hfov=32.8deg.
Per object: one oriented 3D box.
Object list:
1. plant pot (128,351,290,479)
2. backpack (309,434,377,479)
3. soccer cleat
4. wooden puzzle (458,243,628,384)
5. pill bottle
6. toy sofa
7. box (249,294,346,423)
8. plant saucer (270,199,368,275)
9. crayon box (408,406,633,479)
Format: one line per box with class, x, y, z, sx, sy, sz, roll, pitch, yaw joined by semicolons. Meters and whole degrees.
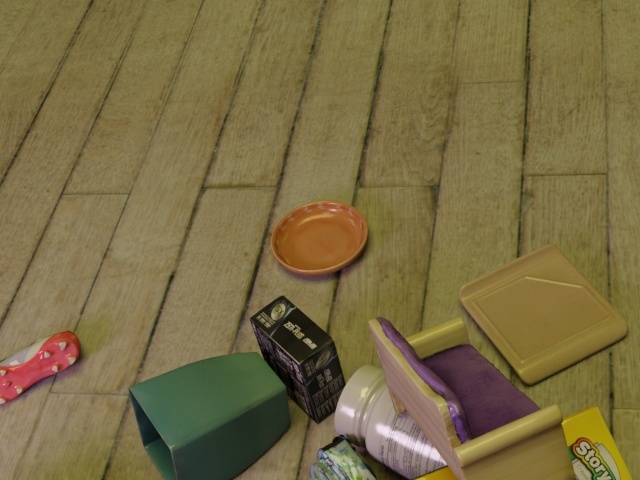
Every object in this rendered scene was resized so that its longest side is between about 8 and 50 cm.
plant pot;-0.178;0.305;1.873;0.234;0.165;0.166;-25;45;-21
backpack;0.037;0.393;1.766;0.084;0.105;0.114;-30;58;-26
soccer cleat;-0.578;0.246;2.098;0.248;0.083;0.095;-25;16;-4
wooden puzzle;0.400;0.133;1.977;0.221;0.044;0.239;-25;50;-11
pill bottle;0.174;0.313;1.769;0.283;0.160;0.160;21;55;30
toy sofa;0.201;0.214;1.533;0.150;0.177;0.362;-20;19;-8
box;-0.035;0.208;1.910;0.077;0.180;0.147;-35;48;-19
plant saucer;0.000;0.000;2.205;0.199;0.037;0.200;-7;46;7
crayon box;0.321;0.462;1.535;0.313;0.106;0.363;-20;71;-7
